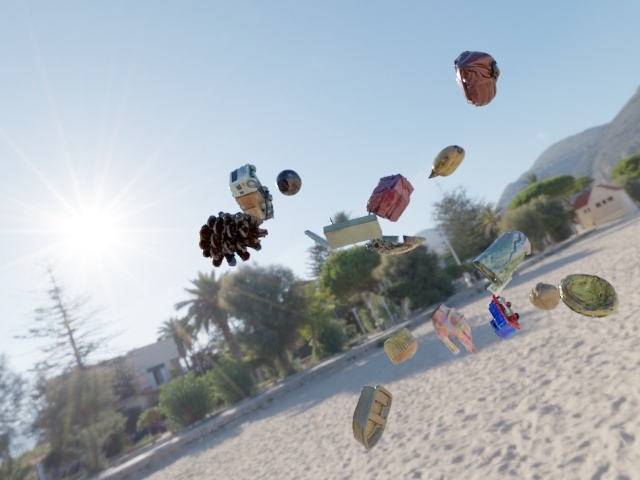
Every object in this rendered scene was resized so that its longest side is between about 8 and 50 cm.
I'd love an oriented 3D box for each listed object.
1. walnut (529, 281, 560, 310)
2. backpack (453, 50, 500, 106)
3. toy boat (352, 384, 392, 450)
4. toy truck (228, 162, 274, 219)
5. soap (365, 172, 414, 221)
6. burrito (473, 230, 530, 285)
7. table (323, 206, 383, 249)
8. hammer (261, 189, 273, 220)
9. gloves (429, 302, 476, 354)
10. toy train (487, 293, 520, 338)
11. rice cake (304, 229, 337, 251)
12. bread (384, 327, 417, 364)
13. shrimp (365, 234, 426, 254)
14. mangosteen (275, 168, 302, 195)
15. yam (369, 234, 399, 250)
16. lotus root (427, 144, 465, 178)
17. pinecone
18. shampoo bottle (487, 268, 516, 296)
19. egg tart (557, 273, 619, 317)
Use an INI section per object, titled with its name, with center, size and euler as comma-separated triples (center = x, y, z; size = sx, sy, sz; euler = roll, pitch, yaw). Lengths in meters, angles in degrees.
[walnut]
center = 0.815, 0.204, 1.516
size = 0.125, 0.105, 0.105
euler = 17, -39, -37
[backpack]
center = 0.605, -0.626, 1.628
size = 0.139, 0.229, 0.229
euler = -27, -14, 6
[toy boat]
center = 0.158, 0.557, 1.315
size = 0.061, 0.188, 0.116
euler = 0, -34, 41
[toy truck]
center = -0.351, -0.229, 2.095
size = 0.162, 0.136, 0.305
euler = -19, -45, 8
[soap]
center = 0.302, -0.184, 1.791
size = 0.099, 0.162, 0.250
euler = -59, -4, -22
[burrito]
center = 0.714, 0.057, 1.608
size = 0.229, 0.144, 0.089
euler = -44, -6, -12
[table]
center = 0.143, -0.063, 1.857
size = 0.240, 0.111, 0.121
euler = -14, -42, 13
[hammer]
center = -0.256, -0.168, 1.983
size = 0.021, 0.200, 0.078
euler = 27, -54, -31
[gloves]
center = 0.593, 0.392, 1.814
size = 0.145, 0.241, 0.126
euler = -32, -23, -50
[toy train]
center = 0.870, 0.359, 1.999
size = 0.131, 0.083, 0.204
euler = -49, 22, 24
[rice cake]
center = 0.000, 0.000, 2.534
size = 0.040, 0.226, 0.085
euler = -60, -33, 4
[bread]
center = 0.456, 0.605, 2.350
size = 0.179, 0.133, 0.250
euler = -34, -29, -15
[shrimp]
center = 0.386, 0.020, 2.159
size = 0.272, 0.085, 0.445
euler = -17, -16, 32
[mangosteen]
center = -0.168, -0.320, 2.272
size = 0.153, 0.152, 0.152
euler = -24, -14, -6
[yam]
center = 0.424, 0.016, 2.723
size = 0.194, 0.107, 0.107
euler = -2, -2, 27
[lotus root]
center = 0.621, -0.383, 2.063
size = 0.221, 0.125, 0.118
euler = -50, 9, 37
[pinecone]
center = -0.361, -0.010, 1.724
size = 0.310, 0.243, 0.244
euler = -8, -5, 26
[shampoo bottle]
center = 0.754, 0.165, 1.715
size = 0.141, 0.049, 0.034
euler = -51, -35, 11
[egg tart]
center = 1.134, 0.242, 1.776
size = 0.234, 0.234, 0.094
euler = -22, -45, -15
